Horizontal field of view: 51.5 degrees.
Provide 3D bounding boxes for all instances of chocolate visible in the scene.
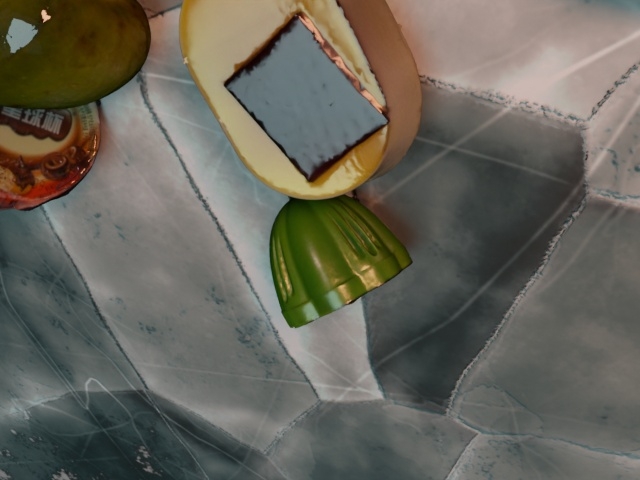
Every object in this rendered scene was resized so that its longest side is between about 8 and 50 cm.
[{"bbox_3d":[-0.419,-0.147,0.902,0.147,0.221,0.221,9,130,45],"label":"chocolate"}]

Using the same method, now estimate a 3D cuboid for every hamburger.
[{"bbox_3d":[-0.019,-0.186,0.720,0.227,0.151,0.295,-19,107,26],"label":"hamburger"}]

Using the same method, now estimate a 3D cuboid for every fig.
[{"bbox_3d":[-0.322,-0.234,0.762,0.225,0.203,0.203,-34,106,18],"label":"fig"}]

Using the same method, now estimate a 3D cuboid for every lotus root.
[{"bbox_3d":[0.000,0.000,0.846,0.186,0.186,0.186,11,127,15],"label":"lotus root"}]
